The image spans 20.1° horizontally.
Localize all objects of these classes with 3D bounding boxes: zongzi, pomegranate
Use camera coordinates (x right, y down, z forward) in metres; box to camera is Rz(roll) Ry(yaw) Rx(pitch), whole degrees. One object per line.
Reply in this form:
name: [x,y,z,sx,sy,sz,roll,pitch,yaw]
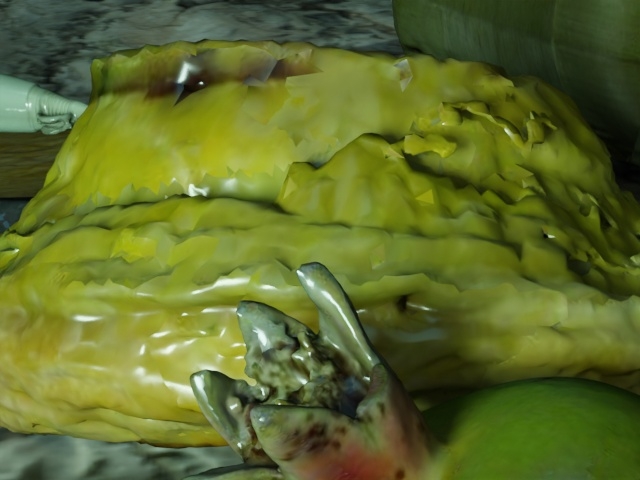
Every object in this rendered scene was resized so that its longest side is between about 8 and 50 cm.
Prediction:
zongzi: [0.244,-0.147,1.000,0.360,0.160,0.323,-12,23,-21]
pomegranate: [0.043,0.079,0.423,0.129,0.159,0.129,-16,43,16]

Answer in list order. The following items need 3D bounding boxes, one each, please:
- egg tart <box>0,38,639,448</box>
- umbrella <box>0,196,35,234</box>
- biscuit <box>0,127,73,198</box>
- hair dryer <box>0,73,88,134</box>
egg tart: [0.000,0.000,0.602,0.294,0.123,0.294,0,1,0]
umbrella: [-0.227,0.008,0.802,0.236,0.059,0.066,-2,-3,8]
biscuit: [-0.107,-0.042,0.981,0.237,0.013,0.232,-4,20,-3]
hair dryer: [-0.226,-0.061,0.972,0.237,0.075,0.206,4,28,23]
